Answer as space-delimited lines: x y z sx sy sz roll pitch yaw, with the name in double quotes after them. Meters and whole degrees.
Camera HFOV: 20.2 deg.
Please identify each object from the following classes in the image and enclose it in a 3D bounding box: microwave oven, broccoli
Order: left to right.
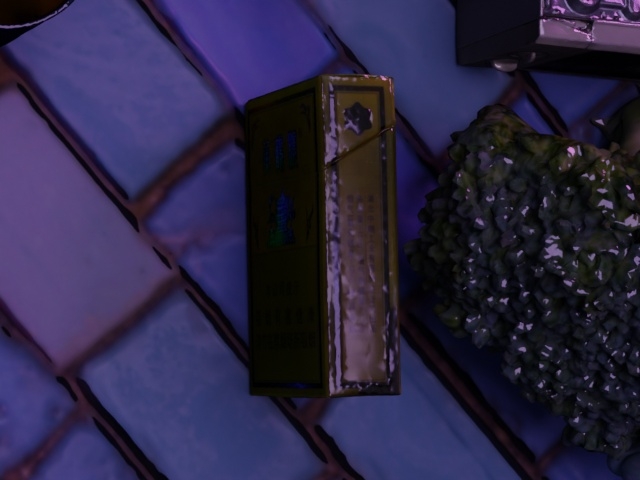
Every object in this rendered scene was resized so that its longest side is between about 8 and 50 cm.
0.242 -0.221 1.385 0.240 0.145 0.194 3 88 -23 "microwave oven"
0.271 0.015 1.308 0.317 0.338 0.277 -38 129 -43 "broccoli"

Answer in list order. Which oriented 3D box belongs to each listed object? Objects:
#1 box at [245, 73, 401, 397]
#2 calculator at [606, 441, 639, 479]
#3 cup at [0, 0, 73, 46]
-0.001 0.000 1.260 0.064 0.141 0.220 -2 86 -23 "box"
0.351 0.140 1.382 0.299 0.185 0.041 -18 108 -25 "calculator"
-0.235 -0.173 1.170 0.150 0.138 0.113 -38 101 -22 "cup"
